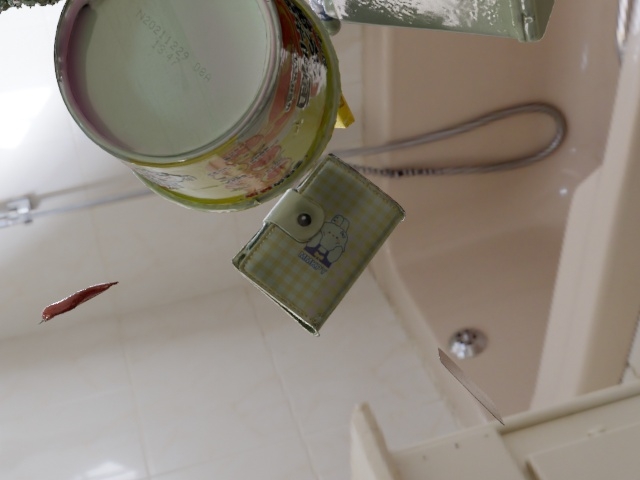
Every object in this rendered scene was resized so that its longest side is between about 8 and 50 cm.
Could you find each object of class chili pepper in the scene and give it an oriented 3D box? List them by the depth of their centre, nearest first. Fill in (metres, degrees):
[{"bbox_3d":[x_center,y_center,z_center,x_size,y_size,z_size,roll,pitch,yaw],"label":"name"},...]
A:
[{"bbox_3d":[-0.487,0.118,1.800,0.027,0.178,0.045,65,174,-6],"label":"chili pepper"}]

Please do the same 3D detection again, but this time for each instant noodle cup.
[{"bbox_3d":[-0.117,-0.160,0.862,0.200,0.264,0.264,10,-114,-83],"label":"instant noodle cup"}]

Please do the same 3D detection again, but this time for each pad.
[{"bbox_3d":[0.310,0.300,1.880,0.181,0.004,0.267,45,-175,3],"label":"pad"}]

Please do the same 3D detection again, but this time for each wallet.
[{"bbox_3d":[0.000,0.000,1.743,0.223,0.309,0.077,40,158,-2],"label":"wallet"}]

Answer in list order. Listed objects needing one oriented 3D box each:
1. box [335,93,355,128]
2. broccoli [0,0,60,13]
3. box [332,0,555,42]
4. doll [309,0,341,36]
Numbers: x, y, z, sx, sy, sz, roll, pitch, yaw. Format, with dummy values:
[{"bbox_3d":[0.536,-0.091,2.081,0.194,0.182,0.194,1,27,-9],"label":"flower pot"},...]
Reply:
[{"bbox_3d":[-0.042,-0.332,2.081,0.269,0.043,0.152,13,136,53],"label":"box"},{"bbox_3d":[-0.540,-0.523,1.591,0.275,0.308,0.307,48,-158,-68],"label":"broccoli"},{"bbox_3d":[0.167,-0.475,1.356,0.352,0.344,0.177,60,-136,-56],"label":"box"},{"bbox_3d":[0.091,-0.559,1.895,0.154,0.258,0.228,62,173,4],"label":"doll"}]
